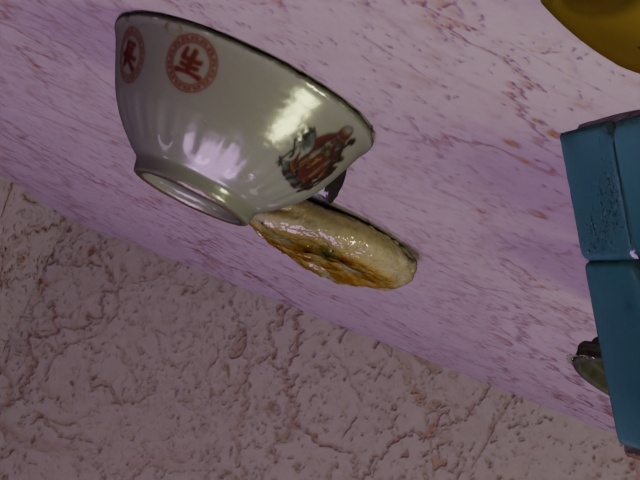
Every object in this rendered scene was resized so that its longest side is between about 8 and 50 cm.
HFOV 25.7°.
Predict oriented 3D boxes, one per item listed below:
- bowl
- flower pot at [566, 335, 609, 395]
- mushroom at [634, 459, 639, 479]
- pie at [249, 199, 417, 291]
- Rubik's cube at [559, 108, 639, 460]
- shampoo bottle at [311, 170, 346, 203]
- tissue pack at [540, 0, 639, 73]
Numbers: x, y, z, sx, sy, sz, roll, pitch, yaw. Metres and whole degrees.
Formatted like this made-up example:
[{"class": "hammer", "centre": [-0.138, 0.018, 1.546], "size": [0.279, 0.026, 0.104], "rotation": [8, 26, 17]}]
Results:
[{"class": "bowl", "centre": [-0.121, -0.117, 1.643], "size": [0.337, 0.157, 0.337], "rotation": [25, 171, 4]}, {"class": "flower pot", "centre": [0.429, 0.132, 1.690], "size": [0.236, 0.140, 0.235], "rotation": [22, 170, 4]}, {"class": "mushroom", "centre": [0.466, 0.145, 1.326], "size": [0.353, 0.353, 0.325], "rotation": [22, 150, 12]}, {"class": "pie", "centre": [0.000, 0.000, 2.242], "size": [0.338, 0.075, 0.337], "rotation": [23, 170, 4]}, {"class": "Rubik's cube", "centre": [0.301, 0.011, 0.825], "size": [0.221, 0.231, 0.225], "rotation": [-12, -177, -15]}, {"class": "shampoo bottle", "centre": [-0.070, -0.110, 1.857], "size": [0.208, 0.057, 0.063], "rotation": [21, 171, 17]}, {"class": "tissue pack", "centre": [0.206, -0.149, 0.722], "size": [0.127, 0.123, 0.178], "rotation": [25, 170, -15]}]
